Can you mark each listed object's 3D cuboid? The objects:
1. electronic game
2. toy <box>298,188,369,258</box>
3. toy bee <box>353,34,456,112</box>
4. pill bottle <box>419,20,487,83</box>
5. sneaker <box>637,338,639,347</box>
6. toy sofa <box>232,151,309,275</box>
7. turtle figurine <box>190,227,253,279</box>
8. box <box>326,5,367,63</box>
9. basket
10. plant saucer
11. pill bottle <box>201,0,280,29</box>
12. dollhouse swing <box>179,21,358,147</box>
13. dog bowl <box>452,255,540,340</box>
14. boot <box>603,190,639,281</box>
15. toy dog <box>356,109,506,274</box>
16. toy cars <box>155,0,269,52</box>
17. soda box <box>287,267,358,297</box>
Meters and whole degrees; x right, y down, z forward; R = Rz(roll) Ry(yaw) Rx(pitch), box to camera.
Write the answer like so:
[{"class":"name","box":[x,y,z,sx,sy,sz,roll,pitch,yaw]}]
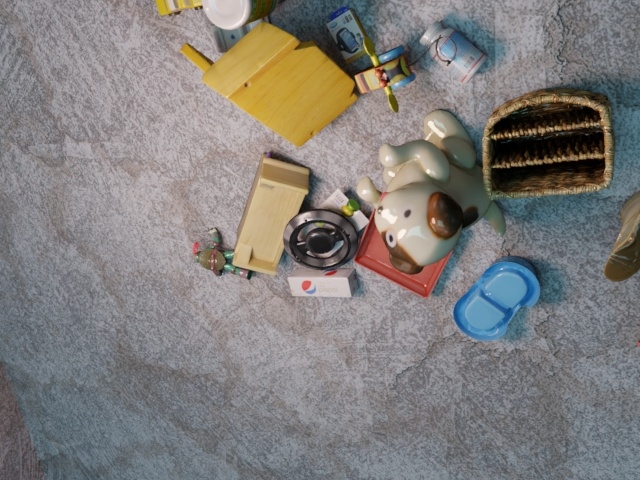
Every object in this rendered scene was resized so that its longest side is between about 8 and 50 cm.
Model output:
[{"class":"electronic game","box":[0.000,0.000,2.054,0.229,0.048,0.229,3,128,3]},{"class":"toy","box":[0.035,-0.049,2.085,0.137,0.056,0.237,46,129,-4]},{"class":"toy bee","box":[0.166,-0.432,1.700,0.195,0.162,0.298,53,146,3]},{"class":"pill bottle","box":[0.330,-0.473,1.697,0.160,0.087,0.087,40,126,1]},{"class":"sneaker","box":[0.937,0.307,1.840,0.136,0.116,0.314,1,110,36]},{"class":"toy sofa","box":[-0.157,-0.084,2.122,0.150,0.177,0.362,15,125,-12]},{"class":"turtle figurine","box":[-0.344,0.059,2.295,0.234,0.118,0.175,11,121,13]},{"class":"box","box":[0.075,-0.552,1.812,0.081,0.028,0.136,-23,107,33]},{"class":"basket","box":[0.548,-0.242,1.639,0.299,0.223,0.213,-2,115,27]},{"class":"plant saucer","box":[0.256,0.014,2.022,0.259,0.048,0.258,27,125,11]},{"class":"pill bottle","box":[-0.189,-0.637,1.755,0.136,0.246,0.136,11,121,19]},{"class":"dollhouse swing","box":[-0.142,-0.464,1.811,0.315,0.347,0.305,-37,61,17]},{"class":"dog bowl","box":[0.512,0.163,1.967,0.166,0.074,0.297,36,125,3]},{"class":"boot","box":[0.773,-0.013,1.690,0.077,0.165,0.213,23,118,5]},{"class":"toy dog","box":[0.273,-0.083,1.739,0.395,0.408,0.284,47,126,-4]},{"class":"toy cars","box":[-0.320,-0.635,1.916,0.393,0.087,0.176,34,126,5]},{"class":"soda box","box":[0.007,0.135,2.192,0.216,0.069,0.074,-1,116,26]}]
